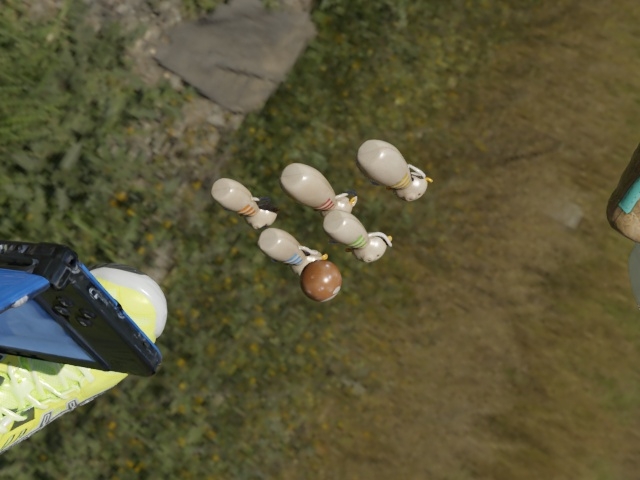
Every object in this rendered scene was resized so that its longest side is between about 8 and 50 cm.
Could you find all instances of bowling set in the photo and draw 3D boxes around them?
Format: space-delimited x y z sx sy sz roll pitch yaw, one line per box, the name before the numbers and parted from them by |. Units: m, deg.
bowling set | 0.000 0.000 1.642 0.154 0.287 0.200 34 51 -58

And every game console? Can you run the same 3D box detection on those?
game console | -0.329 0.086 1.051 0.250 0.293 0.173 57 49 -44

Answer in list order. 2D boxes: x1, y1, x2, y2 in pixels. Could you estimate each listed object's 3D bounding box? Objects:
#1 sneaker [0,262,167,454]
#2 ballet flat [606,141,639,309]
sneaker | -0.328 0.165 1.357 0.385 0.147 0.145 -33 111 11
ballet flat | 0.283 0.032 0.857 0.124 0.116 0.342 -45 138 5
